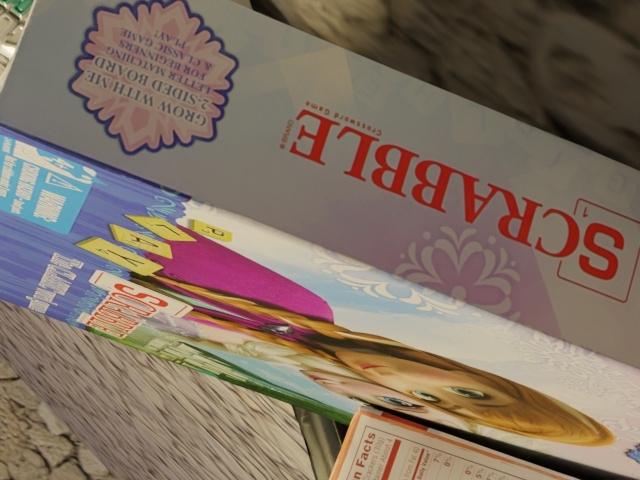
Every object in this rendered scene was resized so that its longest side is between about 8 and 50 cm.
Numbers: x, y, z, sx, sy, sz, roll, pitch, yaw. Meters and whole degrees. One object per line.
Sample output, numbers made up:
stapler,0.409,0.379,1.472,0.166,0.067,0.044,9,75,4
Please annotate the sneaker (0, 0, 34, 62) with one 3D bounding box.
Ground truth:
sneaker,-0.177,-0.119,0.996,0.166,0.065,0.076,47,178,16

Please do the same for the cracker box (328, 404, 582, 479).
cracker box,0.122,0.155,0.640,0.232,0.067,0.155,18,166,14

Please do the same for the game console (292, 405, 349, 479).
game console,0.080,0.185,0.759,0.044,0.213,0.361,31,-140,-69

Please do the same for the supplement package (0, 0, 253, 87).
supplement package,-0.102,-0.076,0.772,0.105,0.105,0.179,69,160,-3

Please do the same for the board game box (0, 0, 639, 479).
board game box,0.023,0.023,0.557,0.318,0.066,0.319,21,166,-10
